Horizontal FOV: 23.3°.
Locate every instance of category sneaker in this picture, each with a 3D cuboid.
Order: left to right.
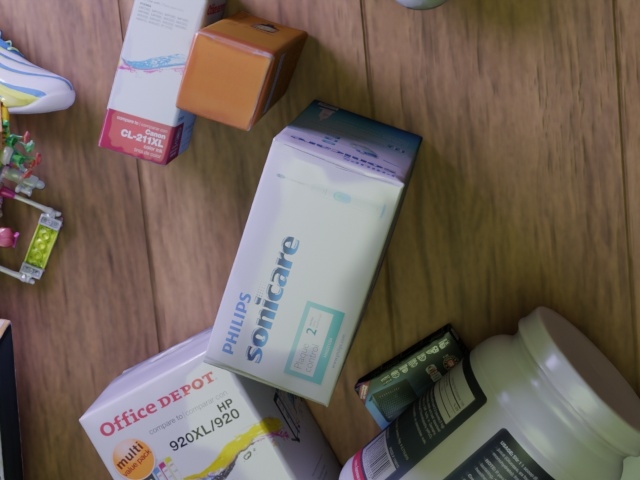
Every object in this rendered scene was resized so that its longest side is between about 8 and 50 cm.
[{"bbox_3d":[-0.362,-0.205,1.583,0.240,0.091,0.126,12,102,6],"label":"sneaker"}]

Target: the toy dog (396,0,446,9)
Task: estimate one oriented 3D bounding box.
[{"bbox_3d":[0.083,-0.407,1.478,0.220,0.161,0.333,18,118,1],"label":"toy dog"}]

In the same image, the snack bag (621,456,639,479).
[{"bbox_3d":[0.322,0.335,1.551,0.323,0.037,0.342,-19,81,24],"label":"snack bag"}]

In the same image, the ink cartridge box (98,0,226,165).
[{"bbox_3d":[-0.154,-0.174,1.543,0.072,0.127,0.175,17,103,3],"label":"ink cartridge box"}]

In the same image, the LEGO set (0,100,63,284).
[{"bbox_3d":[-0.320,-0.035,1.591,0.107,0.132,0.287,23,126,-3],"label":"LEGO set"}]

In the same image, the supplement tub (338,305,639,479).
[{"bbox_3d":[0.169,0.214,1.511,0.272,0.191,0.191,-43,93,16],"label":"supplement tub"}]

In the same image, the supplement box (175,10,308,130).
[{"bbox_3d":[-0.072,-0.166,1.480,0.078,0.233,0.080,18,106,3],"label":"supplement box"}]

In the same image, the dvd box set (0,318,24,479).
[{"bbox_3d":[-0.530,0.204,1.660,0.420,0.062,0.307,6,120,6],"label":"dvd box set"}]

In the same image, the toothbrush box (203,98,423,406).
[{"bbox_3d":[0.000,0.000,1.473,0.126,0.295,0.216,19,102,3],"label":"toothbrush box"}]

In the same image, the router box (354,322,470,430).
[{"bbox_3d":[0.110,0.158,1.621,0.122,0.038,0.092,-33,96,12],"label":"router box"}]

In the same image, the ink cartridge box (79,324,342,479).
[{"bbox_3d":[-0.103,0.219,1.594,0.171,0.168,0.232,-28,96,13],"label":"ink cartridge box"}]
